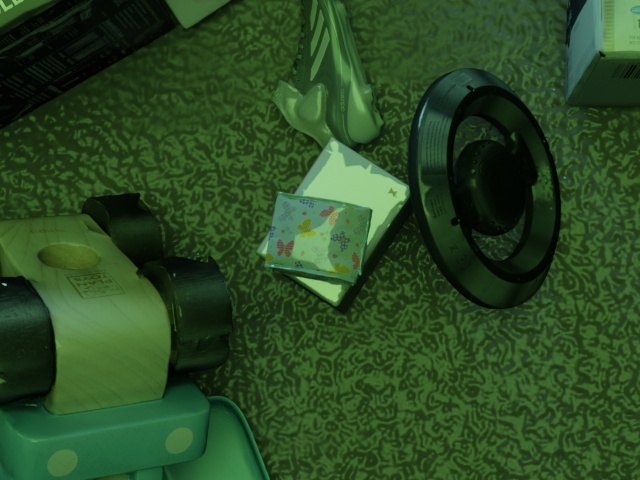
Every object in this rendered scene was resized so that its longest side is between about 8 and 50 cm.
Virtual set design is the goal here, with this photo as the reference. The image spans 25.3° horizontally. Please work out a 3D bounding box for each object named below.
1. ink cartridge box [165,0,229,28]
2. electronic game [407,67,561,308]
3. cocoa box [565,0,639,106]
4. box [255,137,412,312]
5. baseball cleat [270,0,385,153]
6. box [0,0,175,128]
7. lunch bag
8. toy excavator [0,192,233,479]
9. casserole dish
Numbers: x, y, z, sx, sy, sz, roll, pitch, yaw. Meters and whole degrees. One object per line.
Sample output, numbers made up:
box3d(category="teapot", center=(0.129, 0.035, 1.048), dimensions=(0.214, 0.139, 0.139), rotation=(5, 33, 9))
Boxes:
box3d(category="ink cartridge box", center=(-0.107, -0.337, 1.370), dimensions=(0.189, 0.232, 0.066), rotation=(-32, 55, 1))
box3d(category="electronic game", center=(0.157, -0.049, 1.339), dimensions=(0.048, 0.229, 0.229), rotation=(-11, 83, 40))
box3d(category="cocoa box", center=(0.411, -0.253, 1.319), dimensions=(0.347, 0.231, 0.228), rotation=(1, 84, 3))
box3d(category="box", center=(0.017, -0.010, 1.354), dimensions=(0.091, 0.170, 0.130), rotation=(33, 87, 6))
box3d(category="baseball cleat", center=(-0.009, -0.186, 1.423), dimensions=(0.109, 0.072, 0.206), rotation=(-20, 80, 8))
box3d(category="box", center=(-0.273, -0.195, 1.322), dimensions=(0.242, 0.307, 0.076), rotation=(-30, 87, 1))
box3d(category="lunch bag", center=(0.000, 0.000, 1.242), dimensions=(0.083, 0.053, 0.071), rotation=(7, 83, 13))
box3d(category="toy excavator", center=(-0.211, 0.229, 1.298), dimensions=(0.222, 0.433, 0.445), rotation=(-8, 119, -29))
box3d(category="casserole dish", center=(-0.106, 0.241, 1.407), dimensions=(0.114, 0.037, 0.188), rotation=(-22, 84, 1))
